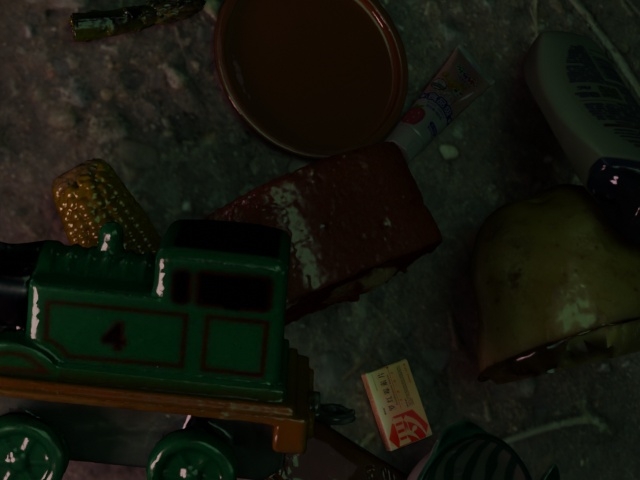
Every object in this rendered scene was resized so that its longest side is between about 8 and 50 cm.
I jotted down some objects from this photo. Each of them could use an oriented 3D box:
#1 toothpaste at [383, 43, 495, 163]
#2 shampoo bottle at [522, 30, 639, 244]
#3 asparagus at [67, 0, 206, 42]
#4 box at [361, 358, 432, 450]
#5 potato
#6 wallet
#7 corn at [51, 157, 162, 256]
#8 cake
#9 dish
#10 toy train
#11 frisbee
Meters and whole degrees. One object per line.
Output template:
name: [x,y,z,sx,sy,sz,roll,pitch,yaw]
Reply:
toothpaste: [0.146,-0.165,1.439,0.067,0.043,0.194,45,59,-6]
shampoo bottle: [0.331,-0.129,1.379,0.134,0.078,0.359,12,36,-20]
asparagus: [-0.202,-0.252,1.306,0.165,0.030,0.036,-20,73,-26]
box: [0.087,0.188,1.337,0.058,0.015,0.093,-17,85,-25]
potato: [0.282,0.043,1.360,0.285,0.242,0.243,-13,83,-22]
wallet: [0.022,0.261,1.284,0.176,0.026,0.095,36,64,-14]
corn: [-0.192,0.038,1.206,0.097,0.097,0.262,-28,88,-27]
cake: [0.000,0.000,1.254,0.282,0.177,0.151,-19,86,-28]
dish: [0.159,0.307,1.297,0.246,0.078,0.224,-4,89,-36]
toy train: [-0.175,0.099,1.069,0.429,0.178,0.249,7,105,-2]
frisbee: [-0.009,-0.214,1.390,0.250,0.021,0.251,5,76,-22]
